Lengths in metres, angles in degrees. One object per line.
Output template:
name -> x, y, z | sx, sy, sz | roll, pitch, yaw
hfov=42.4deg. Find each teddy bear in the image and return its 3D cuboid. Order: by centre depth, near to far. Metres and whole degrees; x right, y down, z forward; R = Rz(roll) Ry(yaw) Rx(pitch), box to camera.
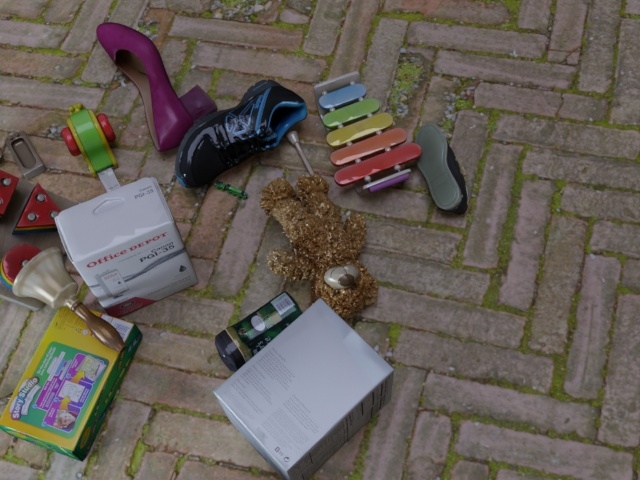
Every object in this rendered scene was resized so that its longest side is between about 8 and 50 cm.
teddy bear -> 0.000, 0.000, 1.711 | 0.245, 0.113, 0.337 | 8, 56, -28

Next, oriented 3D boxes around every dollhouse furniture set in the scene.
dollhouse furniture set -> -0.723, -0.185, 1.859 | 0.151, 0.123, 0.144 | -31, 66, -13

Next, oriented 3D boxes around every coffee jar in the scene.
coffee jar -> -0.122, 0.186, 1.661 | 0.184, 0.096, 0.079 | -32, 63, -13

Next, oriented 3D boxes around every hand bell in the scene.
hand bell -> -0.471, 0.134, 1.620 | 0.242, 0.126, 0.126 | 38, 70, 11

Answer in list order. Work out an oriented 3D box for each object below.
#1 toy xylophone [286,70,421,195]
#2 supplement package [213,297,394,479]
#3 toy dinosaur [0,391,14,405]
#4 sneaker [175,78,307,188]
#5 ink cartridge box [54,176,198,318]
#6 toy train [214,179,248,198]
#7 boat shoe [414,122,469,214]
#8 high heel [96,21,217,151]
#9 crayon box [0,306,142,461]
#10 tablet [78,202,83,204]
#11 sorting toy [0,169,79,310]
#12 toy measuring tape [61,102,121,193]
toy xylophone -> 0.067, -0.222, 1.870 | 0.236, 0.081, 0.322 | -28, 65, -11
supplement package -> -0.024, 0.291, 1.546 | 0.263, 0.198, 0.199 | -40, 68, -16
toy dinosaur -> -0.696, 0.320, 1.652 | 0.183, 0.053, 0.092 | 15, 49, 2
sneaker -> -0.178, -0.236, 1.843 | 0.341, 0.125, 0.140 | -45, 47, -18
ink cartridge box -> -0.379, 0.023, 1.650 | 0.207, 0.283, 0.117 | -24, 64, -9
toy train -> -0.201, -0.115, 1.858 | 0.083, 0.023, 0.017 | 21, 66, 13
boat shoe -> 0.270, -0.157, 1.839 | 0.081, 0.069, 0.227 | -28, 57, 27
high heel -> -0.432, -0.367, 1.933 | 0.377, 0.127, 0.181 | 37, 60, 15
crayon box -> -0.492, 0.274, 1.639 | 0.166, 0.081, 0.278 | 17, 65, 11
tablet -> -0.506, -0.044, 1.824 | 0.006, 0.054, 0.083 | -35, 58, 32
sorting toy -> -0.654, -0.022, 1.724 | 0.256, 0.089, 0.257 | 26, 62, -21
toy measuring tape -> -0.502, -0.194, 1.861 | 0.121, 0.121, 0.330 | -25, 65, -10
